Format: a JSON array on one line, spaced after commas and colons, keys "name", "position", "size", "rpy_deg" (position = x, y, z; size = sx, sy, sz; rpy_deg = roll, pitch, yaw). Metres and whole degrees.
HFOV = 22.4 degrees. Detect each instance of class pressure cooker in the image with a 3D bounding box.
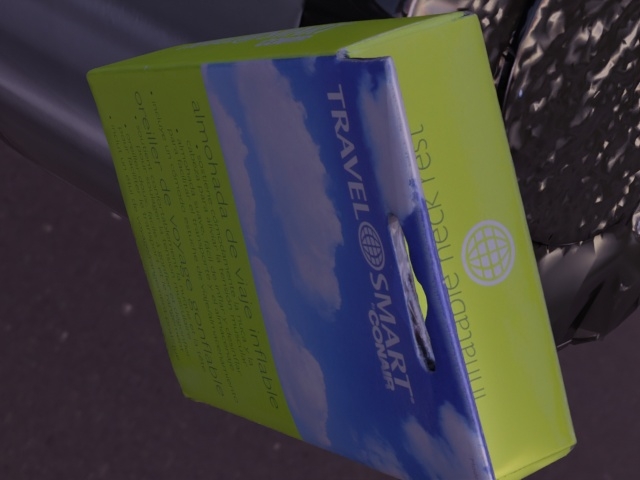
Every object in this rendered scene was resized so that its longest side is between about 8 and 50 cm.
[{"name": "pressure cooker", "position": [-0.010, -0.162, 0.827], "size": [0.375, 0.370, 0.420], "rpy_deg": [-30, 44, -35]}]

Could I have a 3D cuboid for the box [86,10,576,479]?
[{"name": "box", "position": [0.000, 0.000, 0.417], "size": [0.042, 0.109, 0.178], "rpy_deg": [-21, 13, -25]}]
